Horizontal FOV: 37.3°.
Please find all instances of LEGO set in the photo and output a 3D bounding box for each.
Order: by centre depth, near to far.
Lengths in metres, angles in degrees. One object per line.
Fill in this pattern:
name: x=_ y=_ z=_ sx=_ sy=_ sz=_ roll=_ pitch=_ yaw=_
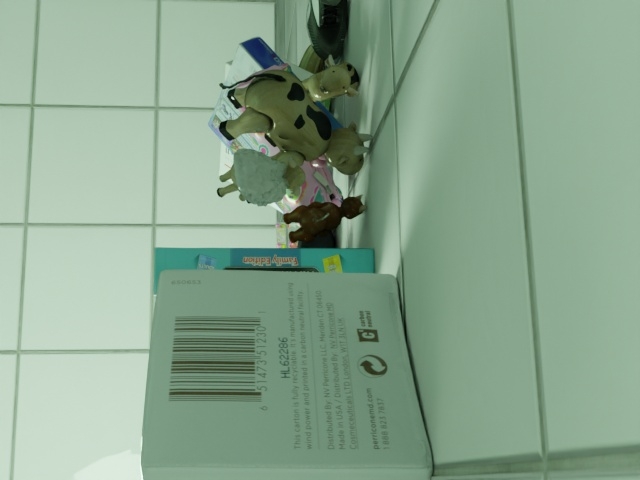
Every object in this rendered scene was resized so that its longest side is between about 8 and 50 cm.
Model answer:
LEGO set: x=-0.060 y=-0.015 z=2.301 sx=0.287 sy=0.107 sz=0.132 roll=-99 pitch=11 yaw=-56

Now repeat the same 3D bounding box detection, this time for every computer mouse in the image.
computer mouse: x=0.000 y=0.000 z=1.966 sx=0.272 sy=0.072 sz=0.189 roll=-77 pitch=-10 yaw=-56

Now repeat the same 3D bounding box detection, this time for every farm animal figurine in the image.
farm animal figurine: x=-0.012 y=-0.179 z=1.505 sx=0.326 sy=0.172 sz=0.331 roll=26 pitch=-125 yaw=-50

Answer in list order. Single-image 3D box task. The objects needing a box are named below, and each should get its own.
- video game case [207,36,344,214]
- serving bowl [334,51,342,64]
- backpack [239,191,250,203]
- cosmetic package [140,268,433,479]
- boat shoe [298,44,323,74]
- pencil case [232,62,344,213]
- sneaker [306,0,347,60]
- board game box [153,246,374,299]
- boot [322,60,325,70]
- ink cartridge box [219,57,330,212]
video game case: x=-0.092 y=-0.221 z=1.869 sx=0.269 sy=0.061 sz=0.244 roll=49 pitch=141 yaw=14
serving bowl: x=0.028 y=-0.382 z=1.858 sx=0.083 sy=0.027 sz=0.083 roll=180 pitch=90 yaw=-85
backpack: x=-0.109 y=-0.219 z=2.309 sx=0.276 sy=0.213 sz=0.264 roll=-82 pitch=2 yaw=-67
cosmetic package: x=-0.061 y=0.287 z=1.264 sx=0.330 sy=0.327 sz=0.394 roll=-96 pitch=10 yaw=-48
boat shoe: x=-0.017 y=-0.291 z=2.089 sx=0.105 sy=0.089 sz=0.285 roll=-62 pitch=-16 yaw=-53
pencil case: x=-0.055 y=-0.173 z=1.708 sx=0.124 sy=0.124 sz=0.284 roll=-122 pitch=9 yaw=-79
sneaker: x=0.016 y=-0.450 z=1.744 sx=0.106 sy=0.078 sz=0.235 roll=-111 pitch=24 yaw=-80
board game box: x=-0.096 y=0.077 z=1.552 sx=0.254 sy=0.335 sz=0.079 roll=112 pitch=157 yaw=-75
boot: x=-0.007 y=-0.426 z=2.149 sx=0.106 sy=0.037 sz=0.114 roll=-138 pitch=44 yaw=-64
ink cartridge box: x=-0.106 y=-0.203 z=2.043 sx=0.119 sy=0.207 sz=0.354 roll=-32 pitch=-39 yaw=-41
